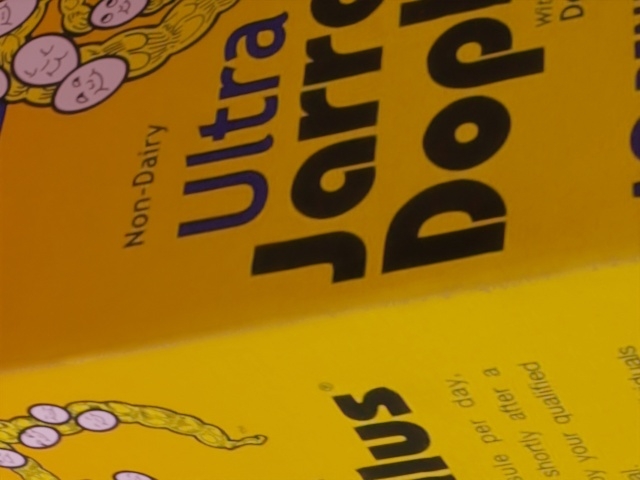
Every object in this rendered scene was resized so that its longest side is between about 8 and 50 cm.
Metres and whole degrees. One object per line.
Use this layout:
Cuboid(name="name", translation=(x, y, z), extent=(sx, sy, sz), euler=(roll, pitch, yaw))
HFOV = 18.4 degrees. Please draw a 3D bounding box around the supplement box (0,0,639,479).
Cuboid(name="supplement box", translation=(0.065, -0.004, 0.589), extent=(0.356, 0.194, 0.195), euler=(-12, 138, 21))
